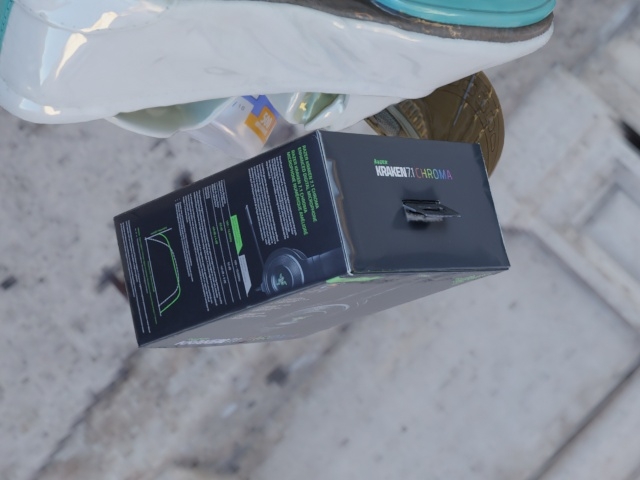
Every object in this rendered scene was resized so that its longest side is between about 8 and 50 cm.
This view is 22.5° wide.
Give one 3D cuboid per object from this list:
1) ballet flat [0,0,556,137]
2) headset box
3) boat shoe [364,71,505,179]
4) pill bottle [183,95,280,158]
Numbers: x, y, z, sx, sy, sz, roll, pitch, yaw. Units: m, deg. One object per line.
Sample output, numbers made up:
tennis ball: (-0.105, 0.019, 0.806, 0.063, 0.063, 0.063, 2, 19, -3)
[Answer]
ballet flat: (-0.025, -0.120, 0.894, 0.400, 0.139, 0.139, -6, 134, -49)
headset box: (0.000, 0.000, 1.481, 0.283, 0.131, 0.246, -21, 167, 37)
boat shoe: (0.080, -0.150, 1.587, 0.302, 0.098, 0.109, 38, 77, -45)
pill bottle: (-0.071, -0.238, 1.736, 0.272, 0.152, 0.152, -61, 152, -8)
